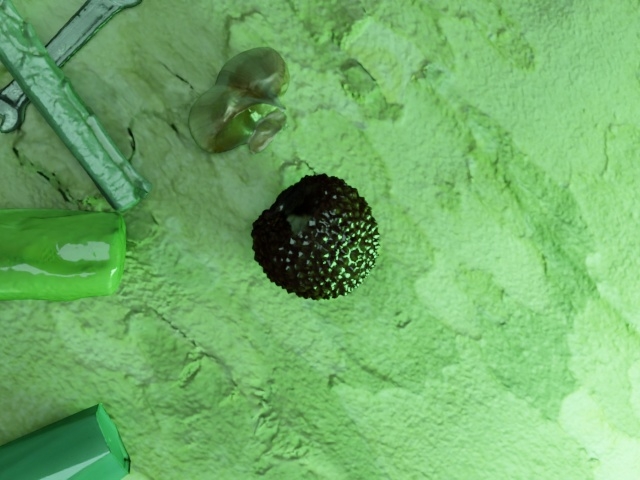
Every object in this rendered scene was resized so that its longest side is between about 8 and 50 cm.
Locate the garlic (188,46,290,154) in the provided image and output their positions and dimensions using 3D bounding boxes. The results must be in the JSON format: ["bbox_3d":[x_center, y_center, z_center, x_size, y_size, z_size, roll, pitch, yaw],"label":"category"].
[{"bbox_3d":[-0.113,-0.197,0.894,0.174,0.099,0.124,-42,86,-8],"label":"garlic"}]

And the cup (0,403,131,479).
[{"bbox_3d":[-0.385,0.329,0.832,0.236,0.134,0.148,-25,100,-12],"label":"cup"}]

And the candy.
[{"bbox_3d":[-0.433,0.019,0.804,0.343,0.142,0.132,-2,80,-14],"label":"candy"}]

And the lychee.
[{"bbox_3d":[0.000,0.000,0.889,0.188,0.188,0.188,-1,92,-13],"label":"lychee"}]

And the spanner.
[{"bbox_3d":[-0.363,-0.271,0.871,0.071,0.017,0.302,41,82,-16],"label":"spanner"}]

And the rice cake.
[{"bbox_3d":[-0.353,-0.186,0.838,0.063,0.066,0.336,-41,107,-20],"label":"rice cake"}]
